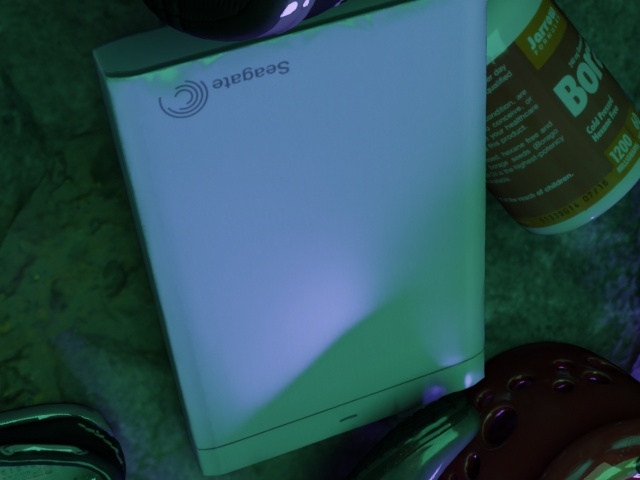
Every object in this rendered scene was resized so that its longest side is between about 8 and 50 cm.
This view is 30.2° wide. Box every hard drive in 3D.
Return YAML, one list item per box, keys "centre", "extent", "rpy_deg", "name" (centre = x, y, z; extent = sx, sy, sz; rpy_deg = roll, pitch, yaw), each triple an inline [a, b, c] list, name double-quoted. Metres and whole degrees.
- centre: [0.000, 0.000, 0.796]
  extent: [0.233, 0.047, 0.353]
  rpy_deg: [-17, 132, -12]
  name: "hard drive"

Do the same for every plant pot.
- centre: [0.200, 0.192, 0.914]
  extent: [0.191, 0.174, 0.191]
  rpy_deg: [-3, 104, -14]
  name: "plant pot"

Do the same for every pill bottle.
- centre: [0.130, -0.115, 0.842]
  extent: [0.121, 0.121, 0.216]
  rpy_deg: [-45, 112, -2]
  name: "pill bottle"

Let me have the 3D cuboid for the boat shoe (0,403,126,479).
- centre: [-0.283, 0.188, 0.807]
  extent: [0.302, 0.091, 0.114]
  rpy_deg: [-19, 108, -12]
  name: "boat shoe"

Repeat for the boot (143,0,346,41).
- centre: [0.019, -0.216, 0.661]
  extent: [0.284, 0.377, 0.138]
  rpy_deg: [-11, 115, -20]
  name: "boot"

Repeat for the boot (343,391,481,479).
- centre: [0.068, 0.242, 0.885]
  extent: [0.161, 0.083, 0.246]
  rpy_deg: [44, 101, 4]
  name: "boot"
